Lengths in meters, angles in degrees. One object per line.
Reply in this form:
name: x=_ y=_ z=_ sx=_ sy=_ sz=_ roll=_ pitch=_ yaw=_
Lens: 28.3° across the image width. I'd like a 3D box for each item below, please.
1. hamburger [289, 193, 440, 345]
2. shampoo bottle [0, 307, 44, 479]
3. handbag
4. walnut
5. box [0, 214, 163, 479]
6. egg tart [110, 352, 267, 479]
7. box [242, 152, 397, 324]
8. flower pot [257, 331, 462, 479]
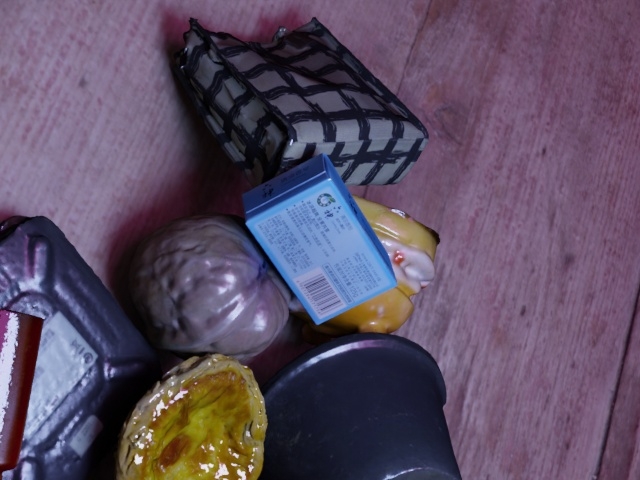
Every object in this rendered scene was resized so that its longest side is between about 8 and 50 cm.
hamburger: x=0.041 y=0.058 z=2.110 sx=0.276 sy=0.276 sz=0.237 roll=30 pitch=74 yaw=-36
shampoo bottle: x=-0.431 y=0.221 z=1.661 sx=0.102 sy=0.064 sz=0.260 roll=16 pitch=76 yaw=-40
handbag: x=-0.041 y=-0.222 z=2.044 sx=0.325 sy=0.162 sz=0.327 roll=-6 pitch=49 yaw=-45
walnut: x=-0.171 y=0.077 z=1.925 sx=0.248 sy=0.248 sz=0.248 roll=7 pitch=79 yaw=-42
box: x=-0.413 y=0.182 z=1.783 sx=0.350 sy=0.091 sz=0.359 roll=54 pitch=55 yaw=-23
egg tart: x=-0.204 y=0.299 z=1.860 sx=0.295 sy=0.116 sz=0.295 roll=-19 pitch=117 yaw=-42
box: x=0.000 y=0.000 z=1.890 sx=0.232 sy=0.142 sz=0.083 roll=56 pitch=13 yaw=-33
flower pot: x=0.069 y=0.362 z=1.981 sx=0.379 sy=0.251 sz=0.379 roll=-12 pitch=127 yaw=-17
